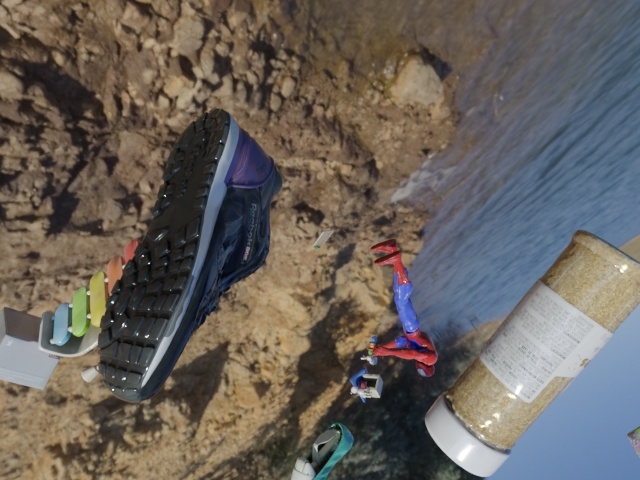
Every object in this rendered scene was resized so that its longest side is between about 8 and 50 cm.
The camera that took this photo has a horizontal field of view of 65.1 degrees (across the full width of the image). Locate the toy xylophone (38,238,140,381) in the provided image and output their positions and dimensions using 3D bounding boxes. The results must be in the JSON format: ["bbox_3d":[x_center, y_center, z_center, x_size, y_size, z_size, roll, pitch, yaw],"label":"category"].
[{"bbox_3d":[-0.450,0.146,1.074,0.322,0.236,0.081,-40,133,-1],"label":"toy xylophone"}]

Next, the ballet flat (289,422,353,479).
[{"bbox_3d":[-0.014,0.539,1.218,0.083,0.087,0.247,-3,-151,47],"label":"ballet flat"}]

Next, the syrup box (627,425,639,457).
[{"bbox_3d":[0.338,0.152,0.335,0.237,0.096,0.093,12,128,-24],"label":"syrup box"}]

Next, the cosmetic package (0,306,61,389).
[{"bbox_3d":[-0.688,0.243,1.160,0.127,0.238,0.107,29,85,-32],"label":"cosmetic package"}]

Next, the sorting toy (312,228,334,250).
[{"bbox_3d":[0.000,0.000,1.396,0.083,0.012,0.062,-52,159,27],"label":"sorting toy"}]

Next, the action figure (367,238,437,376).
[{"bbox_3d":[0.126,0.150,0.917,0.139,0.280,0.091,-22,-159,10],"label":"action figure"}]

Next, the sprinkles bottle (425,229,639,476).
[{"bbox_3d":[0.295,0.158,0.696,0.355,0.121,0.121,-56,156,13],"label":"sprinkles bottle"}]

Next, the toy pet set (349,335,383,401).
[{"bbox_3d":[0.091,0.286,1.084,0.065,0.122,0.114,-2,135,25],"label":"toy pet set"}]

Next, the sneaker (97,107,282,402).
[{"bbox_3d":[-0.101,0.020,0.483,0.107,0.283,0.124,-3,151,39],"label":"sneaker"}]
